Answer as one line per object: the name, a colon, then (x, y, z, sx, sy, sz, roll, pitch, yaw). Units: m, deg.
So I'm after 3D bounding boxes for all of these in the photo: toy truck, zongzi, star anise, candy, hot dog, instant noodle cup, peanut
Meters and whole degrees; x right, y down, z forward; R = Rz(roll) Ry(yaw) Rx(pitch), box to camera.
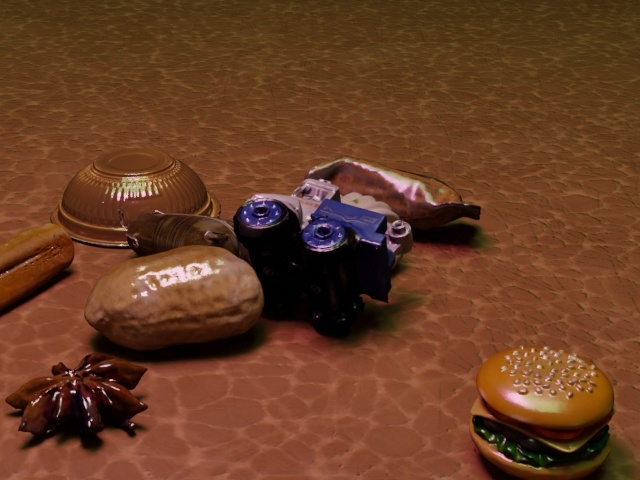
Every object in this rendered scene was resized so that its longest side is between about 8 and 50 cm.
toy truck: (0.000, 0.000, 1.453, 0.213, 0.161, 0.177, 17, 51, 24)
zongzi: (-0.172, -0.003, 1.621, 0.187, 0.084, 0.184, 15, 15, 36)
star anise: (-0.275, 0.173, 1.259, 0.167, 0.057, 0.168, 2, 26, -1)
candy: (0.118, -0.065, 1.710, 0.271, 0.101, 0.143, 10, 0, 15)
hot dog: (-0.440, 0.055, 1.474, 0.061, 0.088, 0.286, 10, 24, 30)
instant noodle cup: (-0.292, -0.085, 1.761, 0.274, 0.091, 0.274, 1, 25, 0)
peanut: (-0.184, 0.071, 1.399, 0.224, 0.129, 0.129, -4, 26, -11)

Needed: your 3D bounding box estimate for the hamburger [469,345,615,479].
hamburger: (0.237, 0.184, 1.185, 0.162, 0.115, 0.162, 2, 26, -1)

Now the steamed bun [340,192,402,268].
steamed bun: (0.031, -0.011, 1.599, 0.182, 0.106, 0.183, 2, 25, -1)
